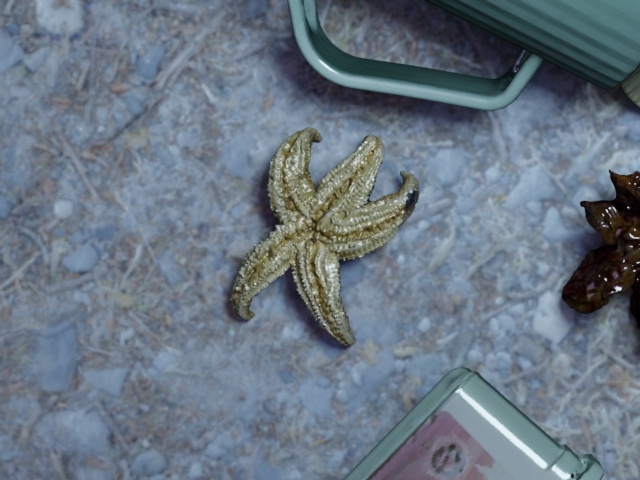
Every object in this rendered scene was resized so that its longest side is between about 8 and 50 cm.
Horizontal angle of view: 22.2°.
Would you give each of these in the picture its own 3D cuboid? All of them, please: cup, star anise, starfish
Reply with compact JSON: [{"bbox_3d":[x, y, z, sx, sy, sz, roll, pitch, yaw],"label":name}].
[{"bbox_3d":[0.162,-0.329,1.596,0.392,0.401,0.310,31,52,-3],"label":"cup"},{"bbox_3d":[0.349,0.002,1.657,0.190,0.126,0.220,19,95,5],"label":"star anise"},{"bbox_3d":[-0.001,0.000,1.697,0.238,0.071,0.216,-35,85,9],"label":"starfish"}]

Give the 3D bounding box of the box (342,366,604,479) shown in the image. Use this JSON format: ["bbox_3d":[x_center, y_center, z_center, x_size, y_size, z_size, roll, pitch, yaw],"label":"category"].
[{"bbox_3d":[0.115,0.280,1.658,0.182,0.175,0.312,44,93,9],"label":"box"}]

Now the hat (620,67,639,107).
[{"bbox_3d":[0.399,-0.248,1.642,0.245,0.214,0.149,-26,58,20],"label":"hat"}]
